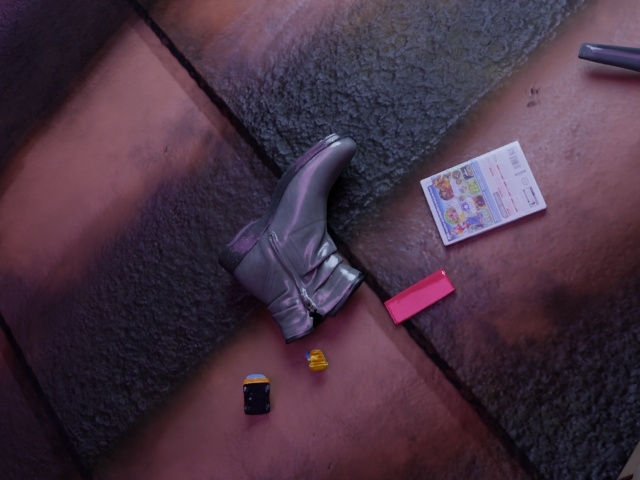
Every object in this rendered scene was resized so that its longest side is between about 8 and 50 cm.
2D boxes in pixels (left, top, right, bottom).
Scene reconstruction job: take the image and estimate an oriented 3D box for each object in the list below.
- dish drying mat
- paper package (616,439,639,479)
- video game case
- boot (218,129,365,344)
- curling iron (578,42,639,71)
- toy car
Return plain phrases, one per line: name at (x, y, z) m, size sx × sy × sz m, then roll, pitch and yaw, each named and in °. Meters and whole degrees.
dish drying mat at (0.119, 0.068, 0.685) m, size 0.083 × 0.008 × 0.032 m, roll -33°, pitch 71°, yaw 14°
paper package at (0.449, 0.199, 0.431) m, size 0.325 × 0.168 × 0.309 m, roll 26°, pitch 103°, yaw 22°
video game case at (0.190, -0.055, 0.674) m, size 0.122 × 0.011 × 0.087 m, roll -22°, pitch 76°, yaw 16°
boot at (0.000, 0.000, 0.712) m, size 0.161 × 0.083 × 0.246 m, roll 44°, pitch 104°, yaw 14°
curling iron at (0.418, -0.188, 0.597) m, size 0.274 × 0.035 × 0.068 m, roll 9°, pitch 81°, yaw 21°
toy car at (-0.046, 0.179, 0.725) m, size 0.122 × 0.060 × 0.040 m, roll -18°, pitch 31°, yaw 1°
